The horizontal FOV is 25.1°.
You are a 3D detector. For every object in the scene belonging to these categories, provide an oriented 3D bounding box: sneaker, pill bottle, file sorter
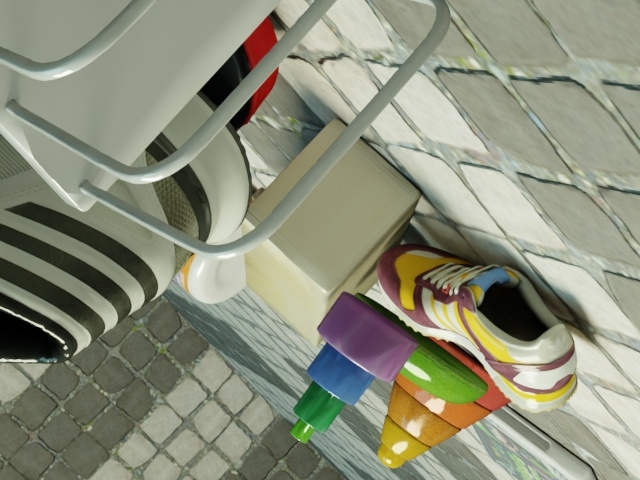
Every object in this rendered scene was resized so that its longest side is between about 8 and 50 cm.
[{"bbox_3d":[-0.279,-0.098,0.901,0.447,0.257,0.169,39,139,6],"label":"sneaker"},{"bbox_3d":[-0.158,-0.040,1.511,0.216,0.121,0.121,38,168,25],"label":"pill bottle"},{"bbox_3d":[-0.094,-0.150,0.659,0.173,0.193,0.278,26,160,48],"label":"file sorter"},{"bbox_3d":[0.109,0.039,1.015,0.185,0.069,0.084,35,151,35],"label":"sneaker"}]

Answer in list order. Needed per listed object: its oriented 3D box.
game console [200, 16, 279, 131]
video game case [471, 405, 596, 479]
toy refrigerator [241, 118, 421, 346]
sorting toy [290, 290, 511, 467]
[{"bbox_3d":[-0.226,-0.148,1.049,0.342,0.060,0.386,43,139,-4],"label":"game console"},{"bbox_3d":[0.215,0.222,1.434,0.173,0.022,0.190,36,168,36],"label":"video game case"},{"bbox_3d":[0.000,0.000,1.138,0.094,0.102,0.269,42,170,6],"label":"toy refrigerator"},{"bbox_3d":[0.054,0.128,1.148,0.127,0.126,0.365,37,-176,20],"label":"sorting toy"}]
